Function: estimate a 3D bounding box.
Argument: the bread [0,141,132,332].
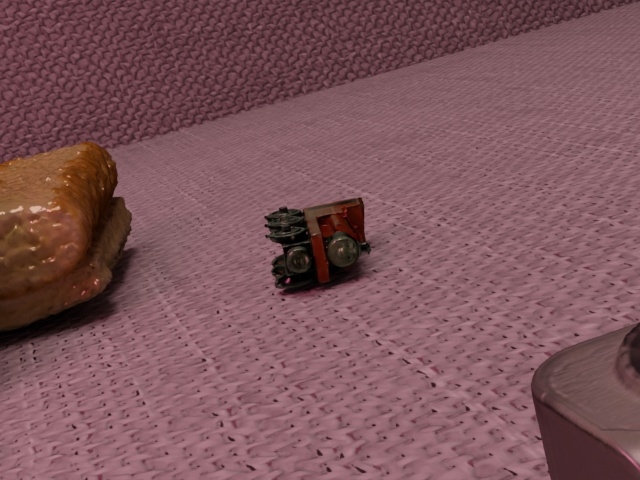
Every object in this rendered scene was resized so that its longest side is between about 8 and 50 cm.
[{"bbox_3d":[-0.371,-0.001,1.425,0.237,0.165,0.375,-17,15,-1],"label":"bread"}]

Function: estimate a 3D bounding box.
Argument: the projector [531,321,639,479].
[{"bbox_3d":[0.208,0.101,0.359,0.251,0.198,0.108,-17,13,-13],"label":"projector"}]

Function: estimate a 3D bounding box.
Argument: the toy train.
[{"bbox_3d":[0.000,0.000,1.251,0.118,0.074,0.176,-11,11,-3],"label":"toy train"}]
